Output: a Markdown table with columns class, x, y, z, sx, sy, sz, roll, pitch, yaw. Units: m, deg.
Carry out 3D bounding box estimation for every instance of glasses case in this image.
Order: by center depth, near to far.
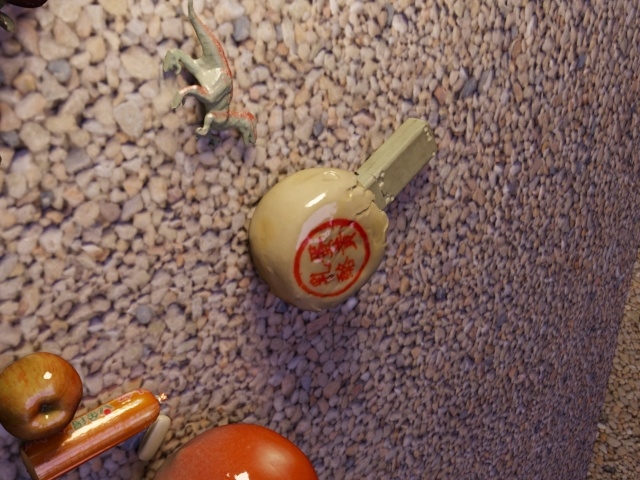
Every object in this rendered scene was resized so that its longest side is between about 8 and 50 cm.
| class | x | y | z | sx | sy | sz | roll | pitch | yaw |
| --- | --- | --- | --- | --- | --- | --- | --- | --- | --- |
| glasses case | -0.289 | 0.342 | 1.242 | 0.032 | 0.021 | 0.083 | 32 | 84 | -48 |

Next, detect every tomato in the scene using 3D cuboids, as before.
| class | x | y | z | sx | sy | sz | roll | pitch | yaw |
| --- | --- | --- | --- | --- | --- | --- | --- | --- | --- |
| tomato | -0.155 | 0.476 | 1.250 | 0.321 | 0.321 | 0.322 | -20 | 121 | -38 |

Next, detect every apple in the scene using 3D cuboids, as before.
| class | x | y | z | sx | sy | sz | roll | pitch | yaw |
| --- | --- | --- | --- | --- | --- | --- | --- | --- | --- |
| apple | -0.399 | 0.223 | 1.019 | 0.126 | 0.102 | 0.126 | -21 | 123 | -37 |

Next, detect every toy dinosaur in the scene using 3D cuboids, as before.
| class | x | y | z | sx | sy | sz | roll | pitch | yaw |
| --- | --- | --- | --- | --- | --- | --- | --- | --- | --- |
| toy dinosaur | -0.162 | -0.250 | 1.082 | 0.167 | 0.053 | 0.242 | -19 | 120 | -40 |

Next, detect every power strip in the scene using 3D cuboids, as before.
| class | x | y | z | sx | sy | sz | roll | pitch | yaw |
| --- | --- | --- | --- | --- | --- | --- | --- | --- | --- |
| power strip | 0.123 | -0.121 | 1.421 | 0.288 | 0.053 | 0.093 | -46 | 135 | -20 |

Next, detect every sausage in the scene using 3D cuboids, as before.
| class | x | y | z | sx | sy | sz | roll | pitch | yaw |
| --- | --- | --- | --- | --- | --- | --- | --- | --- | --- |
| sausage | -0.346 | 0.298 | 1.129 | 0.234 | 0.071 | 0.071 | -25 | 124 | -36 |

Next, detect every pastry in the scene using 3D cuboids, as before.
| class | x | y | z | sx | sy | sz | roll | pitch | yaw |
| --- | --- | --- | --- | --- | --- | --- | --- | --- | --- |
| pastry | 0.000 | -0.002 | 1.270 | 0.264 | 0.133 | 0.265 | -15 | 118 | -30 |

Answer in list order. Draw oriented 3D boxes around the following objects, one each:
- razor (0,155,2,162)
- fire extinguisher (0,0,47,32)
| class | x | y | z | sx | sy | sz | roll | pitch | yaw |
| --- | --- | --- | --- | --- | --- | --- | --- | --- | --- |
| razor | -0.454 | -0.126 | 0.843 | 0.090 | 0.054 | 0.148 | -44 | 132 | -23 |
| fire extinguisher | -0.331 | -0.382 | 0.818 | 0.337 | 0.135 | 0.114 | -63 | 179 | -4 |
